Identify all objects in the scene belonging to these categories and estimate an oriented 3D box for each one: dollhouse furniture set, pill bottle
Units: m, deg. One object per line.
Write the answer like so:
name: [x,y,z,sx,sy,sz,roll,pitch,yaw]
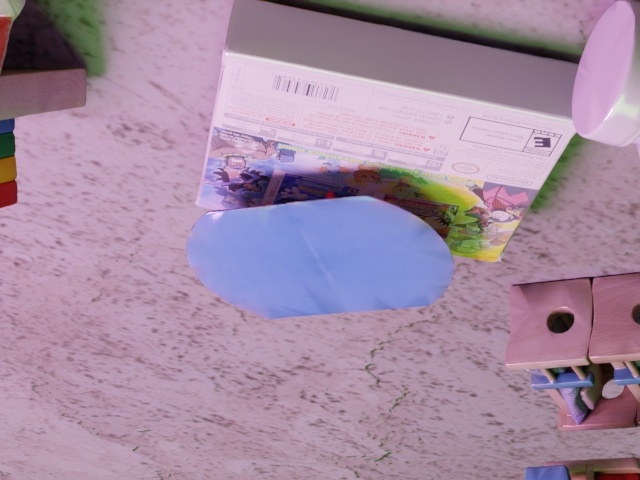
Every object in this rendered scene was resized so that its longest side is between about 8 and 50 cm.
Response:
dollhouse furniture set: [0.212,0.136,1.099,0.129,0.183,0.129,-7,148,27]
pill bottle: [0.231,-0.066,0.804,0.184,0.103,0.103,15,151,-11]

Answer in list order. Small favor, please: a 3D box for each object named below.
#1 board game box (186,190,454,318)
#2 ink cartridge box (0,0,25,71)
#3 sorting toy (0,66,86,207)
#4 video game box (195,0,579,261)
board game box: [0.000,0.000,0.973,0.169,0.033,0.133,-6,146,17]
ink cartridge box: [-0.275,-0.113,0.684,0.296,0.261,0.066,0,151,15]
sorting toy: [-0.293,-0.048,0.848,0.257,0.089,0.255,2,-171,12]
video game box: [0.035,-0.060,0.927,0.205,0.048,0.187,11,151,-5]
